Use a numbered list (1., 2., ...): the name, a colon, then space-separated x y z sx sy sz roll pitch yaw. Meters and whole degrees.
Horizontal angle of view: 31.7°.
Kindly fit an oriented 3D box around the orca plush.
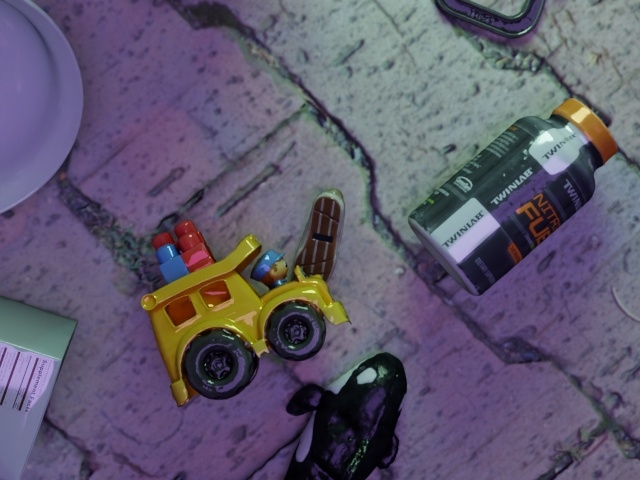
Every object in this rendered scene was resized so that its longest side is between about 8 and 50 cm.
1. orca plush: 0.007 0.263 1.365 0.287 0.102 0.151 -38 101 -1

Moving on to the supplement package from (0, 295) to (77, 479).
1. supplement package: -0.397 0.144 1.247 0.203 0.194 0.149 20 96 -9

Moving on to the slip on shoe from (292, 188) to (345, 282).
1. slip on shoe: 0.000 0.000 1.359 0.051 0.041 0.135 14 113 7

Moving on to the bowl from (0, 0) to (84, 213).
1. bowl: -0.416 -0.169 1.206 0.298 0.134 0.297 -14 128 -19

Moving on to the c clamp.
1. c clamp: 0.220 -0.318 1.356 0.161 0.022 0.137 13 101 -11

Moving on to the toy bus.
1. toy bus: -0.100 0.064 1.312 0.220 0.149 0.211 -25 85 -1

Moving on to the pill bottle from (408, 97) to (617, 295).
1. pill bottle: 0.234 -0.059 1.337 0.246 0.130 0.130 -42 101 0
